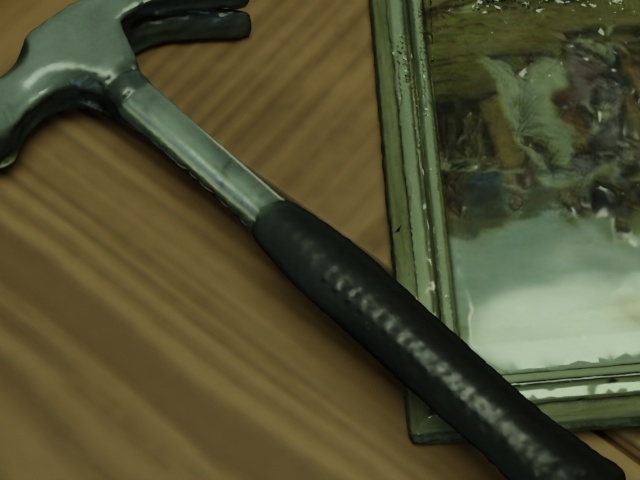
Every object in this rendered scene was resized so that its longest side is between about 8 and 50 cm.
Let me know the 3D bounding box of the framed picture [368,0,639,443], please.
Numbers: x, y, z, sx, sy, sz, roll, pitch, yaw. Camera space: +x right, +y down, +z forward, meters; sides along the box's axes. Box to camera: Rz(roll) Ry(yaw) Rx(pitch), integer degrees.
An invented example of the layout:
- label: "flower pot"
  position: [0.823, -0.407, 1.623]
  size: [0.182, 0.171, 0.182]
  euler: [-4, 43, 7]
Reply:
- label: "framed picture"
  position: [0.154, -0.044, 0.557]
  size: [0.274, 0.017, 0.217]
  euler: [-6, 64, 1]

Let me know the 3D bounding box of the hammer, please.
- label: "hammer"
  position: [0.000, 0.000, 0.524]
  size: [0.246, 0.029, 0.103]
  euler: [39, 66, 22]
